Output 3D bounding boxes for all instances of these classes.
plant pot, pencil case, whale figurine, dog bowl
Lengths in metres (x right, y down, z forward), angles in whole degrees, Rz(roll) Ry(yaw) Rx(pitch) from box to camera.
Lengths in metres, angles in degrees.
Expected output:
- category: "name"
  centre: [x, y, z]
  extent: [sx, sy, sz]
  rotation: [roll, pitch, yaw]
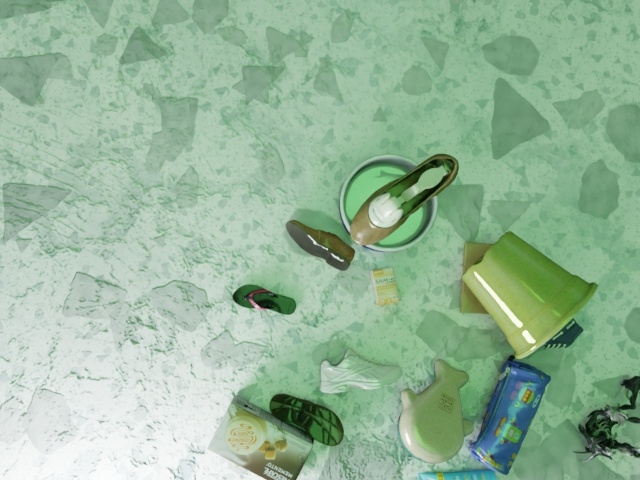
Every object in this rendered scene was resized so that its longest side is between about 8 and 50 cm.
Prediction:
- category: "plant pot"
  centre: [0.521, 0.122, 1.543]
  extent: [0.276, 0.276, 0.254]
  rotation: [-44, 77, -4]
- category: "pencil case"
  centre: [0.506, 0.468, 1.593]
  extent: [0.133, 0.119, 0.306]
  rotation: [26, 86, -17]
- category: "whale figurine"
  centre: [0.309, 0.465, 1.600]
  extent: [0.216, 0.141, 0.272]
  rotation: [26, 62, 0]
- category: "dog bowl"
  centre: [0.183, -0.099, 1.626]
  extent: [0.265, 0.104, 0.265]
  rotation: [0, 86, -2]

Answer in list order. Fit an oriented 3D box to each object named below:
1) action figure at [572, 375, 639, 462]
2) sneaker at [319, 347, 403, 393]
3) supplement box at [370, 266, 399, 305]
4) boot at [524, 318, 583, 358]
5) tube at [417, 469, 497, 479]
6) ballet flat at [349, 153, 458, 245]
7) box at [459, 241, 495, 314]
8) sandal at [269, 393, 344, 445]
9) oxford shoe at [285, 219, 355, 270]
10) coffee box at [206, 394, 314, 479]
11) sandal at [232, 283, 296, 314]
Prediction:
- category: "action figure"
  centre: [0.812, 0.502, 1.593]
  extent: [0.164, 0.141, 0.276]
  rotation: [44, 85, -10]
- category: "sneaker"
  centre: [0.107, 0.349, 1.607]
  extent: [0.232, 0.090, 0.115]
  rotation: [-6, 83, -3]
- category: "supplement box"
  centre: [0.180, 0.127, 1.646]
  extent: [0.062, 0.036, 0.098]
  rotation: [-12, 87, -3]
- category: "boot"
  centre: [0.640, 0.280, 1.634]
  extent: [0.190, 0.069, 0.086]
  rotation: [-43, 86, -5]
- category: "tube"
  centre: [0.376, 0.666, 1.615]
  extent: [0.207, 0.052, 0.080]
  rotation: [-8, 58, 0]
- category: "ballet flat"
  centre: [0.219, -0.112, 1.513]
  extent: [0.342, 0.124, 0.116]
  rotation: [-34, 88, -3]
- category: "box"
  centre: [0.480, 0.109, 1.664]
  extent: [0.164, 0.021, 0.201]
  rotation: [4, 87, -1]
- category: "sandal"
  centre: [-0.035, 0.484, 1.612]
  extent: [0.219, 0.060, 0.090]
  rotation: [18, 80, 14]
- category: "oxford shoe"
  centre: [0.000, 0.000, 1.643]
  extent: [0.212, 0.076, 0.076]
  rotation: [33, 56, 3]
- category: "coffee box"
  centre: [-0.157, 0.540, 1.579]
  extent: [0.246, 0.098, 0.141]
  rotation: [28, 86, 0]
- category: "sandal"
  centre: [-0.154, 0.164, 1.631]
  extent: [0.179, 0.040, 0.067]
  rotation: [13, 86, -1]
